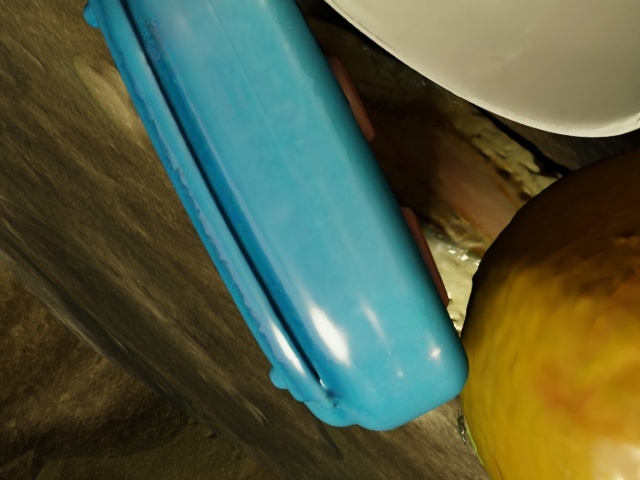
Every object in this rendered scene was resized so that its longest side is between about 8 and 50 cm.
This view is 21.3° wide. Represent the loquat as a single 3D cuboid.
[{"bbox_3d":[0.206,0.082,0.985,0.284,0.276,0.276,30,162,47],"label":"loquat"}]

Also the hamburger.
[{"bbox_3d":[0.065,-0.006,1.261,0.330,0.162,0.209,32,163,13],"label":"hamburger"}]

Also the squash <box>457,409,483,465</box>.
[{"bbox_3d":[0.200,0.122,1.316,0.170,0.170,0.123,45,153,-17],"label":"squash"}]

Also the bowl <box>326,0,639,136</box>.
[{"bbox_3d":[0.071,-0.192,0.720,0.287,0.144,0.287,37,165,11],"label":"bowl"}]

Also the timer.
[{"bbox_3d":[-0.030,-0.055,0.987,0.340,0.115,0.309,63,-178,-7],"label":"timer"}]
